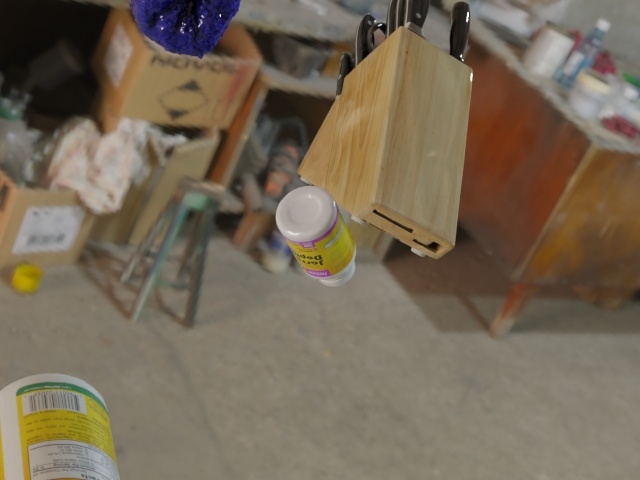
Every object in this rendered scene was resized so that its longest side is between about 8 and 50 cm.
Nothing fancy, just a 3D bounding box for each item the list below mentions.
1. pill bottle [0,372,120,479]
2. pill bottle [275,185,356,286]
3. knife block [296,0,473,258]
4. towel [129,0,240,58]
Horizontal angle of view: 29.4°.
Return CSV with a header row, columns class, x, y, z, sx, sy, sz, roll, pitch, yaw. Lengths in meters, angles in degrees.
class,x,y,z,sx,sy,sz,roll,pitch,yaw
pill bottle,-0.229,0.223,1.051,0.118,0.117,0.208,13,30,-26
pill bottle,0.000,0.000,0.866,0.043,0.043,0.083,44,-10,34
knife block,0.086,-0.133,1.119,0.088,0.242,0.276,27,6,-21
towel,-0.063,-0.259,0.637,0.076,0.227,0.308,5,35,-20
